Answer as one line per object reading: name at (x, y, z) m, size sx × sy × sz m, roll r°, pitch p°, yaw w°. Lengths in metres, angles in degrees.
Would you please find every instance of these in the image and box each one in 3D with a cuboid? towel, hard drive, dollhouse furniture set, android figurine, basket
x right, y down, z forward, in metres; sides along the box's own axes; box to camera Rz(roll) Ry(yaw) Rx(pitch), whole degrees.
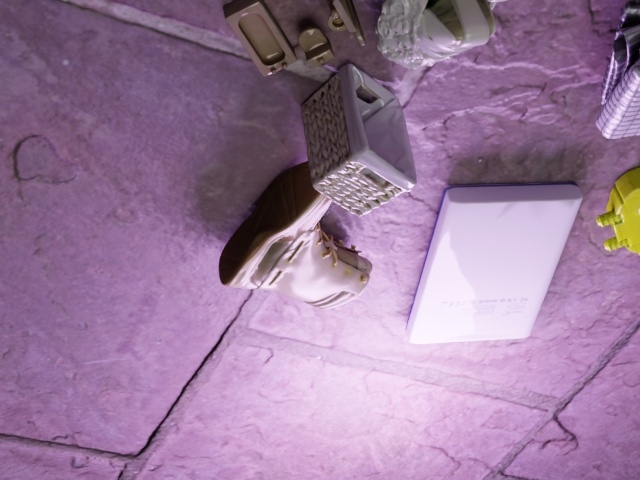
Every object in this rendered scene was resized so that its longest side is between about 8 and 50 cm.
towel at (0.517, -0.238, 1.969) m, size 0.284 × 0.121 × 0.235 m, roll -7°, pitch 162°, yaw -2°
hard drive at (0.264, 0.039, 2.290) m, size 0.210 × 0.040 × 0.318 m, roll -2°, pitch 136°, yaw -14°
dollhouse furniture set at (-0.028, -0.257, 1.833) m, size 0.151 × 0.123 × 0.144 m, roll -24°, pitch 137°, yaw 11°
android figurine at (0.556, -0.061, 2.256) m, size 0.273 × 0.056 × 0.248 m, roll -21°, pitch 138°, yaw 4°
basket at (0.047, -0.130, 1.961) m, size 0.103 × 0.167 × 0.113 m, roll -35°, pitch 134°, yaw 27°

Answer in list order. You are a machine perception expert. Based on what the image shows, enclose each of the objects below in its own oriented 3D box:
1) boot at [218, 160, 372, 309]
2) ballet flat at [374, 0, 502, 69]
boot at (0.000, 0.000, 2.135) m, size 0.203 × 0.095 × 0.262 m, roll 19°, pitch 130°, yaw -31°
ballet flat at (0.173, -0.315, 1.766) m, size 0.147 × 0.147 × 0.409 m, roll 1°, pitch 146°, yaw -16°
